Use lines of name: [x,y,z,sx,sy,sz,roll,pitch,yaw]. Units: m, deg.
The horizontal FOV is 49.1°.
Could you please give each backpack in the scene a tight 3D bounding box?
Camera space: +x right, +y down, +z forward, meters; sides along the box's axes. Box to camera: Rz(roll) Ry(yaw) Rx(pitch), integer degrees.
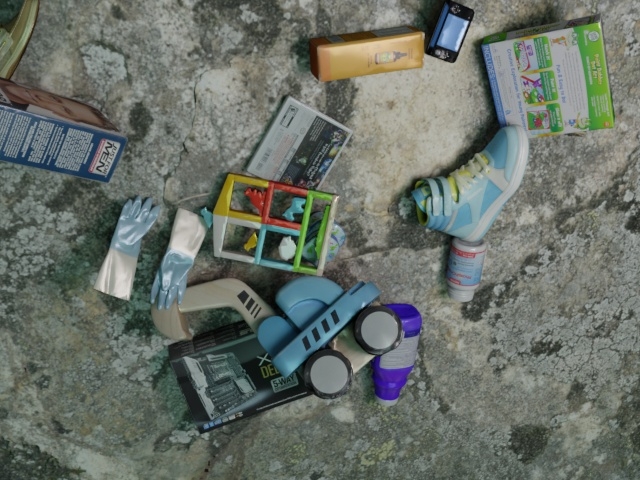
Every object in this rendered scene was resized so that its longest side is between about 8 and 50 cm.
backpack: [0.000,0.000,1.637,0.105,0.084,0.114,36,99,-30]

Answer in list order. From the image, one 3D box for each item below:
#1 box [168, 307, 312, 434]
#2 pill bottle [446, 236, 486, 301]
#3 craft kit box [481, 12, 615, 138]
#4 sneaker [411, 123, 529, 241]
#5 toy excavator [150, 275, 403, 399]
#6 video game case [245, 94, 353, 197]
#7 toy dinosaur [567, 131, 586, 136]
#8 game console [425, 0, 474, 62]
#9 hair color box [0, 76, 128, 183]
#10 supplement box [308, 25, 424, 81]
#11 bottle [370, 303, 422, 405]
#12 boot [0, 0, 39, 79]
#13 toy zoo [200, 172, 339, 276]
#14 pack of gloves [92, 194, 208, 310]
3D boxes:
box: [-0.194,0.324,1.748,0.308,0.076,0.242,-18,119,-8]
pill bottle: [0.367,0.071,1.780,0.087,0.087,0.160,-4,116,-15]
craft kit box: [0.505,-0.351,1.549,0.247,0.061,0.249,-2,126,30]
sneaker: [0.332,-0.137,1.621,0.208,0.127,0.318,9,124,-20]
toy excavator: [-0.096,0.179,1.596,0.433,0.222,0.445,-41,81,-5]
video game case: [-0.046,-0.202,1.557,0.173,0.022,0.190,24,106,-25]
toy dinosaur: [0.590,-0.336,1.623,0.064,0.118,0.268,-48,125,-27]
game console: [0.277,-0.446,1.495,0.107,0.071,0.122,13,108,-22]
hair color box: [-0.544,-0.213,1.246,0.347,0.174,0.105,11,113,-48]
supplement box: [0.098,-0.393,1.470,0.234,0.080,0.078,-9,120,-10]
bottle: [0.191,0.304,1.844,0.118,0.092,0.282,-2,117,-15]
boot: [-0.620,-0.377,1.267,0.165,0.077,0.213,28,108,-25]
toy zoo: [-0.121,-0.039,1.561,0.294,0.030,0.192,12,103,-3]
pack of gloves: [-0.368,0.028,1.529,0.195,0.046,0.232,24,75,-29]
